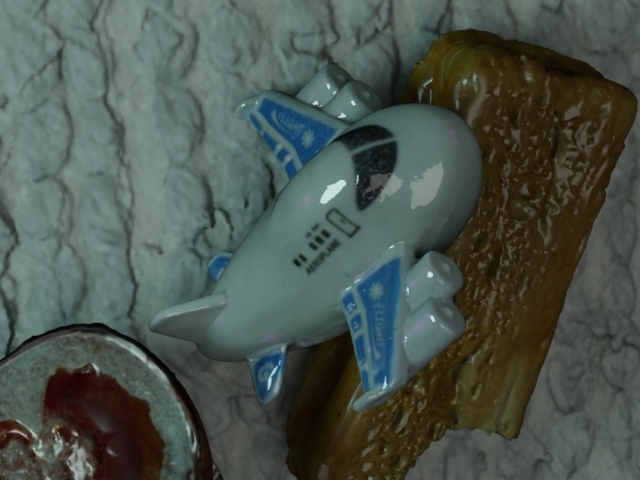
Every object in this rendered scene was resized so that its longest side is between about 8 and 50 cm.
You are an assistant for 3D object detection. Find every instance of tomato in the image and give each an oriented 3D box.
[{"bbox_3d":[-0.182,0.171,1.318,0.214,0.155,0.181,-25,77,-7],"label":"tomato"}]

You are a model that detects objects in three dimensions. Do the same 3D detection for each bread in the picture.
[{"bbox_3d":[0.105,0.035,1.418,0.185,0.109,0.380,14,102,-30],"label":"bread"}]

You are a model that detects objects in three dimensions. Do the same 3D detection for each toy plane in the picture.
[{"bbox_3d":[0.004,0.001,1.306,0.122,0.267,0.267,17,100,-48],"label":"toy plane"}]

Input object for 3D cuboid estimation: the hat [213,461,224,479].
[{"bbox_3d":[-0.110,0.201,1.427,0.058,0.042,0.087,40,55,-28],"label":"hat"}]
